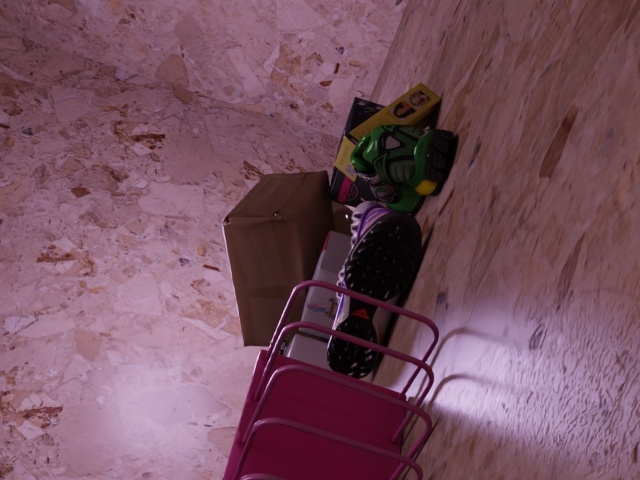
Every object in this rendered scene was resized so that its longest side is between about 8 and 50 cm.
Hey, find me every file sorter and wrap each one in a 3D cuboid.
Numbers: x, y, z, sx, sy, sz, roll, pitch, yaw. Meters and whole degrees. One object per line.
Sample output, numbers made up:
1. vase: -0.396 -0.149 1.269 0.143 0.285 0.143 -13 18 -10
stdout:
1. file sorter: 0.014 0.217 1.056 0.291 0.202 0.182 -76 6 -47

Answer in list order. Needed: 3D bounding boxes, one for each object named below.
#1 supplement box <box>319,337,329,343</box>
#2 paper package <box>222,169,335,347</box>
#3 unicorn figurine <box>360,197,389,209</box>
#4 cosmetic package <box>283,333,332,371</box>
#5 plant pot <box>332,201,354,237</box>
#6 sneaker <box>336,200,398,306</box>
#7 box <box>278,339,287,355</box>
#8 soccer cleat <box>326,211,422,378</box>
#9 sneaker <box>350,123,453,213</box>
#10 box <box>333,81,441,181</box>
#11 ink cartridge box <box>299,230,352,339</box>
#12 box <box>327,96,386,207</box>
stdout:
1. supplement box: 0.004 0.251 2.204 0.188 0.080 0.104 -77 5 -50
2. paper package: -0.073 0.038 2.098 0.309 0.168 0.325 -57 -37 -60
3. unicorn figurine: 0.124 -0.032 1.943 0.162 0.060 0.111 -3 68 70
4. cosmetic package: -0.033 0.331 1.908 0.225 0.138 0.224 122 165 -73
5. plant pot: 0.000 0.000 2.369 0.190 0.284 0.284 -17 47 42
6. sneaker: 0.099 0.044 1.652 0.104 0.095 0.237 -1 79 56
7. box: -0.092 0.250 1.951 0.067 0.018 0.083 121 167 -78
8. soccer cleat: 0.086 0.076 1.518 0.116 0.108 0.318 -70 -4 -60
9. sneaker: 0.124 -0.138 1.588 0.343 0.146 0.134 115 172 -81
10. box: 0.127 -0.205 1.743 0.232 0.058 0.087 -38 -18 -35
11. ink cartridge box: 0.044 0.099 1.876 0.128 0.127 0.176 -76 4 -52
12. box: 0.114 -0.199 2.156 0.270 0.143 0.165 -79 7 -62
